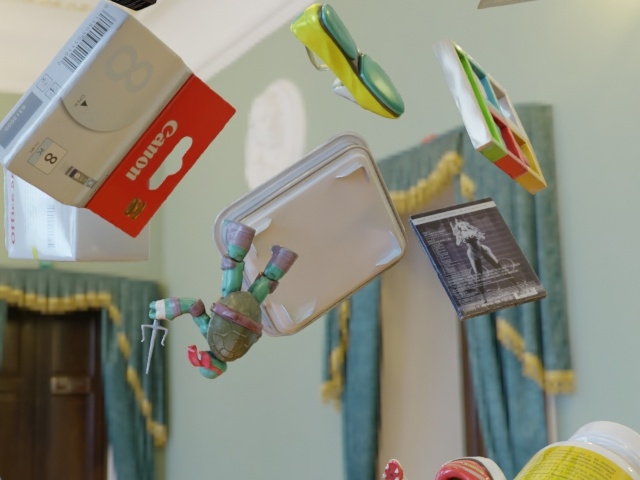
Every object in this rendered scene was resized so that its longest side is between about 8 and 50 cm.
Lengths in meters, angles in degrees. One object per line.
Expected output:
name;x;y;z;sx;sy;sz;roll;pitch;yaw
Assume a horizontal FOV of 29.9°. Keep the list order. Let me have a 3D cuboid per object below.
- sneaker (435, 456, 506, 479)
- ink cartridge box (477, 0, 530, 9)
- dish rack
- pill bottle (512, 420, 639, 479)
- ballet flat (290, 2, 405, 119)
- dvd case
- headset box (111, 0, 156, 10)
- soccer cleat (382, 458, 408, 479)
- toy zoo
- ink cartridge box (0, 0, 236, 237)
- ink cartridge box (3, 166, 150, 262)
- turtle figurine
sneaker;0.264;0.458;1.838;0.118;0.279;0.107;3;-48;-45
ink cartridge box;0.323;-0.481;1.858;0.189;0.066;0.232;-18;-35;-45
dish rack;0.000;0.000;2.103;0.333;0.285;0.072;-33;30;-15
pill bottle;0.312;0.376;1.527;0.188;0.188;0.334;-11;18;42
ballet flat;0.037;-0.262;1.810;0.077;0.077;0.231;-23;-53;29
dvd case;0.269;0.028;2.063;0.164;0.221;0.018;-13;-33;-19
headset box;-0.337;-0.499;1.711;0.283;0.246;0.131;21;-3;-21
soccer cleat;0.104;0.320;1.578;0.029;0.083;0.035;11;31;37
toy zoo;0.277;-0.185;1.877;0.030;0.192;0.293;-28;-26;21
ink cartridge box;-0.319;-0.176;1.998;0.091;0.308;0.385;39;1;40
ink cartridge box;-0.490;-0.100;2.387;0.160;0.279;0.384;-1;1;-34
turtle figurine;-0.125;0.100;1.600;0.118;0.234;0.175;19;-11;44
